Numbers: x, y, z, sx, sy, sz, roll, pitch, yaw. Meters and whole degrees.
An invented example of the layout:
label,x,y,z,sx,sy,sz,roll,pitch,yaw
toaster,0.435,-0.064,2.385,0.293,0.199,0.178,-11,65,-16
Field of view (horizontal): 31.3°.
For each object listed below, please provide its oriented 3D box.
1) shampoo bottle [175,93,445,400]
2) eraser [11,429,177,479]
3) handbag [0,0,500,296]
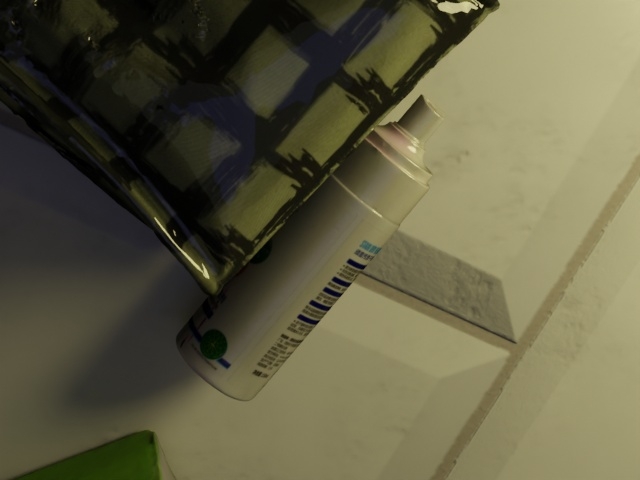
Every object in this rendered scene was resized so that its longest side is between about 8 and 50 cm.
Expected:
label,x,y,z,sx,sy,sz,roll,pitch,yaw
shampoo bottle,0.000,0.000,0.988,0.092,0.092,0.303,35,102,-21
eraser,-0.253,0.288,0.994,0.274,0.210,0.092,-20,114,-5
handbag,-0.088,-0.179,0.871,0.327,0.162,0.325,42,95,-14
